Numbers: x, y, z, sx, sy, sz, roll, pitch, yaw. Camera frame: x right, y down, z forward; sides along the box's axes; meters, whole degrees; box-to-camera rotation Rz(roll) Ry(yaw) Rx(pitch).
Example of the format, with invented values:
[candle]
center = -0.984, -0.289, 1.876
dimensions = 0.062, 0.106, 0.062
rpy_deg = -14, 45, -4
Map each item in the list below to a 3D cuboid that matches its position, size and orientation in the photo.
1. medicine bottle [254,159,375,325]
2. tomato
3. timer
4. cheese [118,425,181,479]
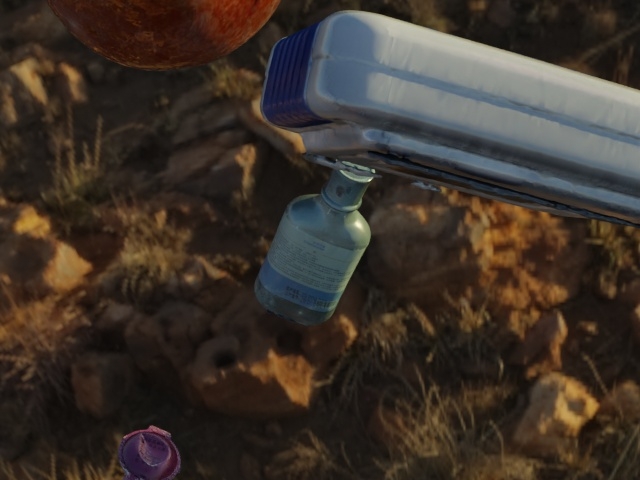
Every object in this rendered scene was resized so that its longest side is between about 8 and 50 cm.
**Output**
[medicine bottle]
center = 0.000, 0.000, 1.216
dimensions = 0.090, 0.208, 0.053
rpy_deg = 23, 41, -3
[tomato]
center = -0.168, -0.298, 1.208
dimensions = 0.265, 0.265, 0.264
rpy_deg = -5, 53, 6
[timer]
center = 0.098, -0.061, 0.706
dimensions = 0.254, 0.178, 0.078
rpy_deg = 13, 89, -14
[cheese]
center = -0.250, 0.325, 1.714
dimensions = 0.095, 0.038, 0.145
rpy_deg = 23, 42, -4
